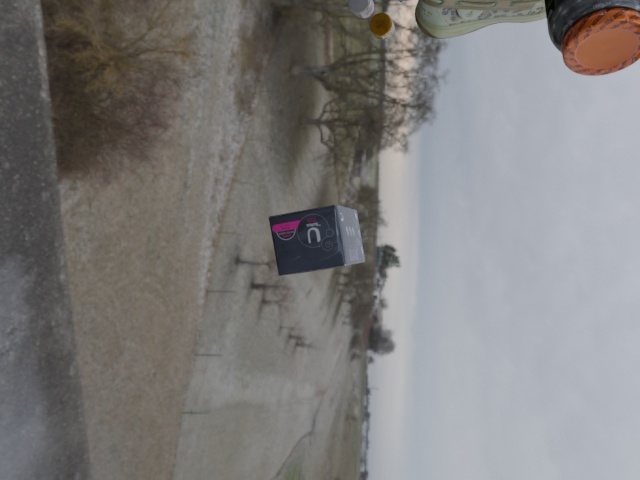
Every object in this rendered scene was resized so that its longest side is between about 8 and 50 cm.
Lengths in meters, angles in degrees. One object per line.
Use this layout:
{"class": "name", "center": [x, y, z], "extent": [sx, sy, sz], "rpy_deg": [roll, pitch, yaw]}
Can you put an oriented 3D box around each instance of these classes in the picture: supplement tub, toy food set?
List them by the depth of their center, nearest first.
{"class": "supplement tub", "center": [0.326, -0.299, 0.718], "extent": [0.117, 0.117, 0.190], "rpy_deg": [81, 12, -66]}
{"class": "toy food set", "center": [0.117, -0.471, 1.069], "extent": [0.104, 0.111, 0.232], "rpy_deg": [-28, 130, -74]}

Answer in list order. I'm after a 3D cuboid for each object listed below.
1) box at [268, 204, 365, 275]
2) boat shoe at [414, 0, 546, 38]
{"class": "box", "center": [0.000, 0.000, 1.466], "extent": [0.270, 0.165, 0.143], "rpy_deg": [0, 80, -77]}
{"class": "boat shoe", "center": [0.282, -0.382, 0.898], "extent": [0.089, 0.285, 0.104], "rpy_deg": [72, -2, -75]}
